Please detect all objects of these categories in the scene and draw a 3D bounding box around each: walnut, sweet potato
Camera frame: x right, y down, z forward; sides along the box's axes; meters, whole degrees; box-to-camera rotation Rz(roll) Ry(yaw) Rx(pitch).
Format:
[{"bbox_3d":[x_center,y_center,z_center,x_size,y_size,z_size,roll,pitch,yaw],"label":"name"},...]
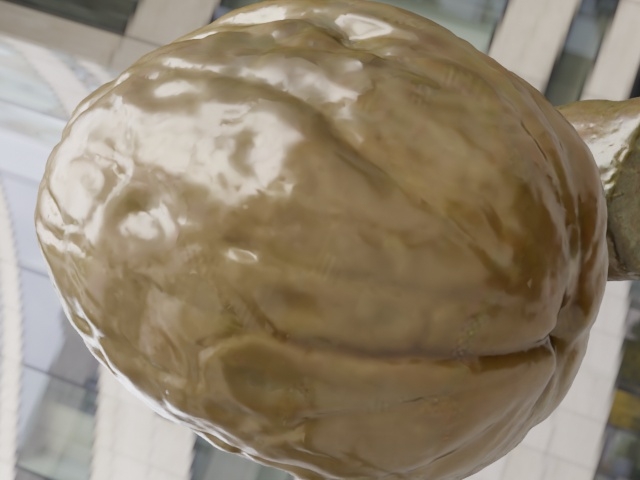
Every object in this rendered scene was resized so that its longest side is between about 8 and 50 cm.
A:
[{"bbox_3d":[0.001,-0.002,0.860,0.277,0.313,0.252,-45,-34,-32],"label":"walnut"},{"bbox_3d":[0.193,-0.041,1.346,0.157,0.369,0.158,4,-95,-53],"label":"sweet potato"}]
